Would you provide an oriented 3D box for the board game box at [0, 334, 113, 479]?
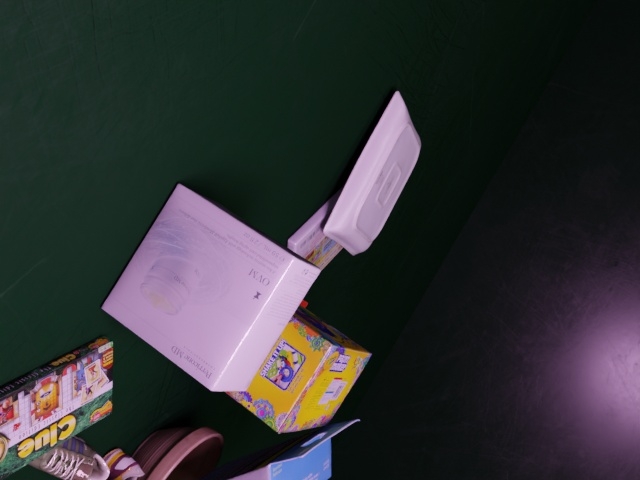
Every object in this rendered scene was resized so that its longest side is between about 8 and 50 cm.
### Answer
[{"bbox_3d":[-0.401,0.245,1.057,0.259,0.030,0.136,-28,134,-53],"label":"board game box"}]

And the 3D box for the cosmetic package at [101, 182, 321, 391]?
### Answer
[{"bbox_3d":[-0.163,0.073,1.115,0.225,0.224,0.138,-59,160,1],"label":"cosmetic package"}]

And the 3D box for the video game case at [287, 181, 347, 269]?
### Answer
[{"bbox_3d":[0.000,0.000,1.673,0.227,0.026,0.206,-46,156,-32],"label":"video game case"}]

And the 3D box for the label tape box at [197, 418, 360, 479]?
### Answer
[{"bbox_3d":[-0.099,0.470,1.429,0.347,0.115,0.249,-25,173,25],"label":"label tape box"}]

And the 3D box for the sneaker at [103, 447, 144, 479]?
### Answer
[{"bbox_3d":[-0.393,0.481,1.366,0.186,0.084,0.069,-63,159,12],"label":"sneaker"}]

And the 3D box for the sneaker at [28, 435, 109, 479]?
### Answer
[{"bbox_3d":[-0.395,0.344,1.164,0.064,0.086,0.192,-54,159,-11],"label":"sneaker"}]

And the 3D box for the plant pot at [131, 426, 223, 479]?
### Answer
[{"bbox_3d":[-0.312,0.460,1.487,0.237,0.109,0.237,-48,158,-27],"label":"plant pot"}]

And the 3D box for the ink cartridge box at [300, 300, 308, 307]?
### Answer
[{"bbox_3d":[-0.083,0.223,1.773,0.179,0.045,0.145,-54,160,-3],"label":"ink cartridge box"}]

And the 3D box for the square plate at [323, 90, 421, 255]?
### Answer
[{"bbox_3d":[0.139,-0.134,1.721,0.347,0.049,0.344,-62,163,-2],"label":"square plate"}]

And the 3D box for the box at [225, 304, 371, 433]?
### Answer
[{"bbox_3d":[-0.092,0.201,1.381,0.177,0.279,0.290,-58,160,-1],"label":"box"}]
